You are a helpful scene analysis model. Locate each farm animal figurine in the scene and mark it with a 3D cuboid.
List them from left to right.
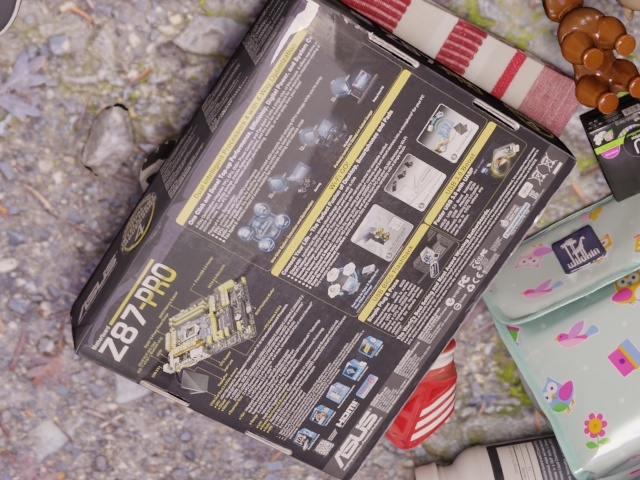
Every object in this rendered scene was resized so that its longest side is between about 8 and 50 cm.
[{"bbox_3d":[0.354,-0.246,1.352,0.326,0.172,0.330,33,102,-29],"label":"farm animal figurine"}]

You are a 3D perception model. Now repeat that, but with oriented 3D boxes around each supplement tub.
[{"bbox_3d":[0.246,0.301,1.575,0.272,0.191,0.191,-9,115,2],"label":"supplement tub"}]

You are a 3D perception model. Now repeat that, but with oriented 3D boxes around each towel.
[{"bbox_3d":[0.066,-0.118,1.422,0.329,0.037,0.237,25,106,-22],"label":"towel"}]

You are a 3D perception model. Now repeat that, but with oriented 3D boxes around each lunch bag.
[{"bbox_3d":[0.295,0.083,1.463,0.223,0.262,0.160,-29,155,9],"label":"lunch bag"}]

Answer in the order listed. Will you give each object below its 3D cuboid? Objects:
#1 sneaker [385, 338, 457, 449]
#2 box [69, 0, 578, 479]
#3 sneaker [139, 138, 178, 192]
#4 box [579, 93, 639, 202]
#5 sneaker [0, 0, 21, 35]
[{"bbox_3d":[0.040,0.174,1.567,0.221,0.087,0.128,-8,114,2],"label":"sneaker"},{"bbox_3d":[0.000,0.000,1.388,0.318,0.097,0.395,27,105,-24],"label":"box"},{"bbox_3d":[-0.095,-0.082,1.464,0.169,0.068,0.071,-23,143,3],"label":"sneaker"},{"bbox_3d":[0.302,-0.092,1.472,0.062,0.052,0.083,-23,114,9],"label":"box"},{"bbox_3d":[-0.335,-0.315,1.302,0.126,0.127,0.321,-5,117,-2],"label":"sneaker"}]
